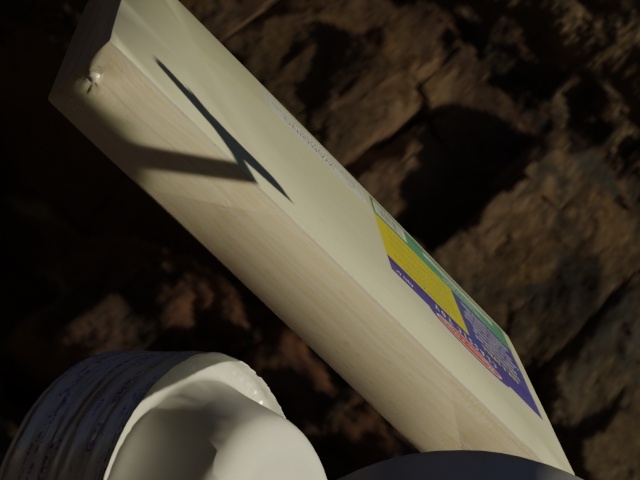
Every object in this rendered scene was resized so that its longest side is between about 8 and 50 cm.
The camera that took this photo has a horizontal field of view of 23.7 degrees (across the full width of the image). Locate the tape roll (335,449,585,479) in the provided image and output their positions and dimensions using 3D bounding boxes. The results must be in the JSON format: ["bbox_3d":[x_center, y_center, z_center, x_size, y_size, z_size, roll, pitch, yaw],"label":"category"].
[{"bbox_3d":[0.059,0.227,0.652,0.246,0.169,0.246,1,-83,8],"label":"tape roll"}]

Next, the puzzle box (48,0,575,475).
[{"bbox_3d":[0.000,0.000,0.989,0.052,0.272,0.409,-42,-73,10],"label":"puzzle box"}]

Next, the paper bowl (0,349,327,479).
[{"bbox_3d":[-0.091,0.219,1.070,0.148,0.284,0.284,-2,-61,28],"label":"paper bowl"}]
